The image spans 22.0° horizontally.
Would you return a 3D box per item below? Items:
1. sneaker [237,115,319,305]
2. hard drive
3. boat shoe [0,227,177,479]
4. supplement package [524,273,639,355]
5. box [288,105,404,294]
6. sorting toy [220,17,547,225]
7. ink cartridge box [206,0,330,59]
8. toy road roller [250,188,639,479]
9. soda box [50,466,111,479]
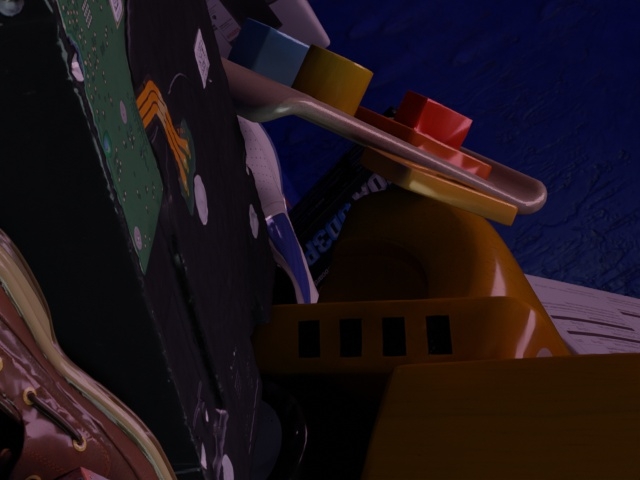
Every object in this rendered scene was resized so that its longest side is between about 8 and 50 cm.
[{"bbox_3d":[-0.071,0.001,1.014,0.315,0.127,0.182,61,2,12],"label":"sneaker"},{"bbox_3d":[-0.089,-0.055,0.683,0.237,0.064,0.339,-87,166,-55],"label":"hard drive"},{"bbox_3d":[-0.109,0.072,0.590,0.178,0.064,0.060,59,36,-23],"label":"boat shoe"},{"bbox_3d":[0.190,0.181,1.000,0.198,0.199,0.263,12,26,-44],"label":"supplement package"},{"bbox_3d":[0.000,0.000,1.214,0.051,0.220,0.175,43,5,-7],"label":"box"},{"bbox_3d":[0.012,-0.078,0.921,0.196,0.047,0.347,17,8,-35],"label":"sorting toy"},{"bbox_3d":[-0.131,-0.180,1.140,0.114,0.197,0.273,62,5,22],"label":"ink cartridge box"},{"bbox_3d":[0.091,0.096,0.831,0.202,0.329,0.241,54,44,-41],"label":"toy road roller"},{"bbox_3d":[-0.052,0.165,0.515,0.183,0.058,0.063,61,5,25],"label":"soda box"}]
